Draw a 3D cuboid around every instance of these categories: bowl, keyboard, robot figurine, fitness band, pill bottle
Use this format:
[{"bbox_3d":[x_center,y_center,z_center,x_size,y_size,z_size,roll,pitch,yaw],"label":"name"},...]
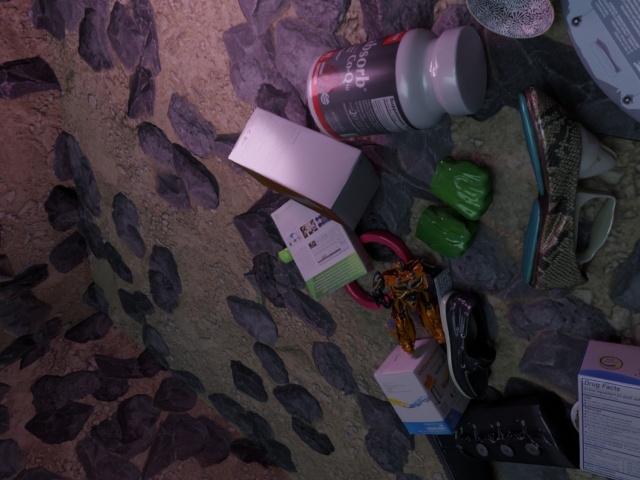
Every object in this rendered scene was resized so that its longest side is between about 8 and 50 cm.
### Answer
[{"bbox_3d":[0.368,-0.466,0.888,0.170,0.080,0.170,28,177,1],"label":"bowl"},{"bbox_3d":[0.367,0.202,1.356,0.014,0.072,0.256,6,121,43],"label":"keyboard"},{"bbox_3d":[0.266,0.181,1.363,0.211,0.085,0.291,-21,117,3],"label":"robot figurine"},{"bbox_3d":[0.168,0.092,1.474,0.209,0.054,0.291,43,136,14],"label":"fitness band"},{"bbox_3d":[0.166,-0.349,1.065,0.362,0.210,0.210,2,118,39],"label":"pill bottle"}]

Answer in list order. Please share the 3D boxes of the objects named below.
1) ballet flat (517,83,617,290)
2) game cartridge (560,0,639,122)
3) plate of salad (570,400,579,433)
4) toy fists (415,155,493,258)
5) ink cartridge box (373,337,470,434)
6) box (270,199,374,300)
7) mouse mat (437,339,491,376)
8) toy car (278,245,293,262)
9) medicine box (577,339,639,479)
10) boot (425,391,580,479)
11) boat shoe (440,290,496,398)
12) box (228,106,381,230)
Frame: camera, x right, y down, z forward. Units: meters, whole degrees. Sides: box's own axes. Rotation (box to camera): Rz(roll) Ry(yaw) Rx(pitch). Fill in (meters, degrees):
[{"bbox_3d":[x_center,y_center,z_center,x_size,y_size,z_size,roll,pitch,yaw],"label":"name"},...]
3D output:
[{"bbox_3d":[0.516,-0.099,0.994,0.182,0.164,0.483,-5,121,19],"label":"ballet flat"},{"bbox_3d":[0.565,-0.361,0.829,0.196,0.060,0.294,-32,94,44],"label":"game cartridge"},{"bbox_3d":[0.756,0.489,1.229,0.199,0.048,0.200,22,130,28],"label":"plate of salad"},{"bbox_3d":[0.341,-0.074,1.183,0.142,0.096,0.279,38,138,29],"label":"toy fists"},{"bbox_3d":[0.319,0.453,1.480,0.168,0.171,0.233,-25,100,47],"label":"ink cartridge box"},{"bbox_3d":[0.000,0.000,1.476,0.232,0.058,0.322,-33,80,37],"label":"box"},{"bbox_3d":[0.423,0.395,1.485,0.189,0.007,0.153,31,133,21],"label":"mouse mat"},{"bbox_3d":[-0.081,0.036,1.644,0.225,0.053,0.239,-25,99,46],"label":"toy car"},{"bbox_3d":[0.735,0.399,1.061,0.263,0.149,0.289,3,115,37],"label":"medicine box"},{"bbox_3d":[0.573,0.649,1.436,0.445,0.146,0.367,-31,96,43],"label":"boot"},{"bbox_3d":[0.432,0.303,1.328,0.113,0.127,0.340,1,108,52],"label":"boat shoe"},{"bbox_3d":[-0.039,-0.194,1.304,0.345,0.168,0.215,28,177,24],"label":"box"}]
